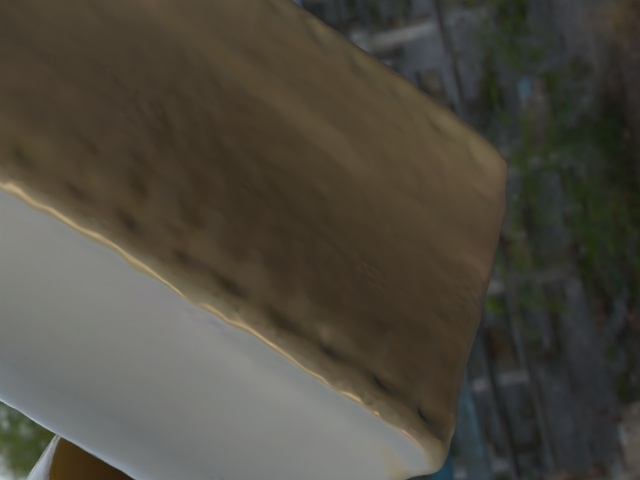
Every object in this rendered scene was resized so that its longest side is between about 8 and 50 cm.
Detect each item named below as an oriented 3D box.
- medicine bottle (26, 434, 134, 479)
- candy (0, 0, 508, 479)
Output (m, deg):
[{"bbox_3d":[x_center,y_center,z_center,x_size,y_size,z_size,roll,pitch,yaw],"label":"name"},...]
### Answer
[{"bbox_3d":[-0.146,0.276,1.363,0.232,0.238,0.238,-55,29,32],"label":"medicine bottle"},{"bbox_3d":[-0.095,-0.029,0.791,0.145,0.358,0.208,-43,22,42],"label":"candy"}]
